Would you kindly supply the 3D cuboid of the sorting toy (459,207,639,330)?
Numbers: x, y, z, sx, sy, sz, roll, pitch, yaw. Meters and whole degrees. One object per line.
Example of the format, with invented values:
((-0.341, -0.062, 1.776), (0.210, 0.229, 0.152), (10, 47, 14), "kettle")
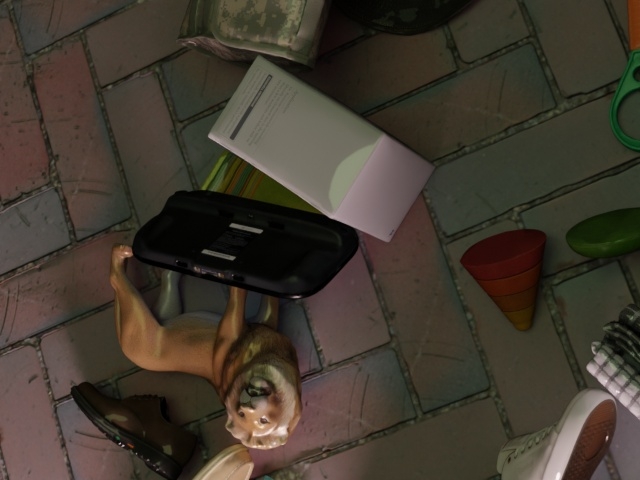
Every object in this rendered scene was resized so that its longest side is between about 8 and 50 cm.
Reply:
((0.374, 0.038, 1.832), (0.366, 0.127, 0.126), (-12, 106, 17), "sorting toy")

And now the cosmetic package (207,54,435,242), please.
((0.008, -0.123, 1.923), (0.225, 0.224, 0.138), (35, 96, 23), "cosmetic package")

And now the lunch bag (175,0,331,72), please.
((-0.066, -0.364, 1.960), (0.287, 0.169, 0.235), (13, 85, 64), "lunch bag")

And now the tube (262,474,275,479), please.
((-0.090, 0.442, 1.965), (0.080, 0.052, 0.207), (22, 85, 24), "tube")

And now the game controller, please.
((-0.109, 0.003, 1.954), (0.319, 0.067, 0.166), (12, 48, 30), "game controller")

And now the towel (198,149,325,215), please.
((-0.084, -0.043, 2.039), (0.237, 0.021, 0.102), (30, 94, 32), "towel")

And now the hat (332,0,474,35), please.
((0.125, -0.464, 1.985), (0.331, 0.134, 0.331), (-4, 80, 21), "hat")

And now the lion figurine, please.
((-0.177, 0.147, 2.019), (0.392, 0.142, 0.240), (13, 94, 38), "lion figurine")

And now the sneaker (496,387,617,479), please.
((0.277, 0.270, 1.744), (0.123, 0.106, 0.290), (42, 140, 29), "sneaker")

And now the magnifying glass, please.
((0.434, -0.232, 1.880), (0.092, 0.026, 0.230), (-5, 81, 22), "magnifying glass")

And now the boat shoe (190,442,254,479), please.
((-0.163, 0.427, 1.962), (0.098, 0.109, 0.302), (33, 100, 26), "boat shoe")

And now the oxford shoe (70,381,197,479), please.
((-0.273, 0.263, 2.061), (0.227, 0.083, 0.096), (29, 73, 23), "oxford shoe")

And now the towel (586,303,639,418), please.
((0.442, 0.191, 1.660), (0.121, 0.284, 0.235), (-47, 68, 4), "towel")
